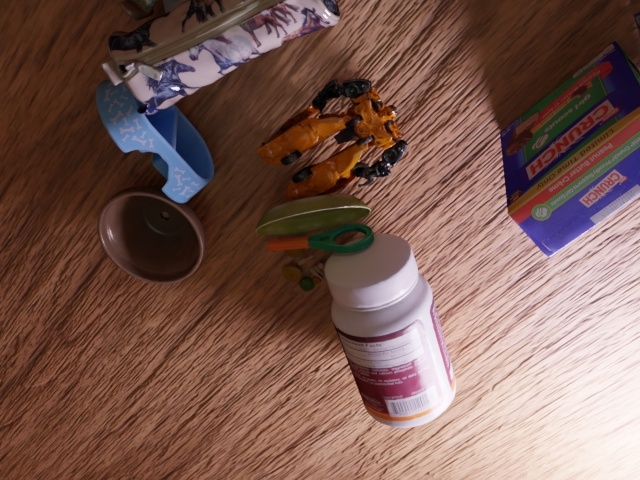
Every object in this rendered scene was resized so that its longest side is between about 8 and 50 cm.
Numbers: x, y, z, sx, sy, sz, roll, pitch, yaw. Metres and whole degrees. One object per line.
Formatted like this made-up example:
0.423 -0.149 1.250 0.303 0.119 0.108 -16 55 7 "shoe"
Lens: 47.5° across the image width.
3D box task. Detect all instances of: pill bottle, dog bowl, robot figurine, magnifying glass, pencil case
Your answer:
0.151 0.197 1.592 0.223 0.224 0.392 -9 121 16 "pill bottle"
-0.311 -0.204 1.422 0.074 0.166 0.297 -23 135 18 "dog bowl"
0.027 -0.193 1.427 0.290 0.085 0.211 -26 104 25 "robot figurine"
0.000 0.000 1.565 0.230 0.092 0.026 -7 120 14 "magnifying glass"
-0.166 -0.363 1.239 0.410 0.184 0.160 -21 113 21 "pencil case"

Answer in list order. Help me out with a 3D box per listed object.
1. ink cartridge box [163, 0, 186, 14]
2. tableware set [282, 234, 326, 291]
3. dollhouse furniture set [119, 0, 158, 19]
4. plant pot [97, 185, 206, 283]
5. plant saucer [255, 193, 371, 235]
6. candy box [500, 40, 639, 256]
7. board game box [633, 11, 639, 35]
-0.203 -0.449 1.329 0.188 0.066 0.232 -12 125 18 "ink cartridge box"
-0.053 0.051 1.656 0.154 0.024 0.104 43 124 -19 "tableware set"
-0.337 -0.525 1.218 0.242 0.161 0.212 39 113 -11 "dollhouse furniture set"
-0.359 -0.029 1.605 0.237 0.110 0.238 5 123 7 "plant pot"
-0.018 -0.054 1.484 0.240 0.241 0.037 -12 82 18 "plant saucer"
0.446 -0.163 1.237 0.122 0.317 0.268 40 121 -16 "candy box"
0.564 -0.335 1.238 0.020 0.090 0.090 -20 118 22 "board game box"
